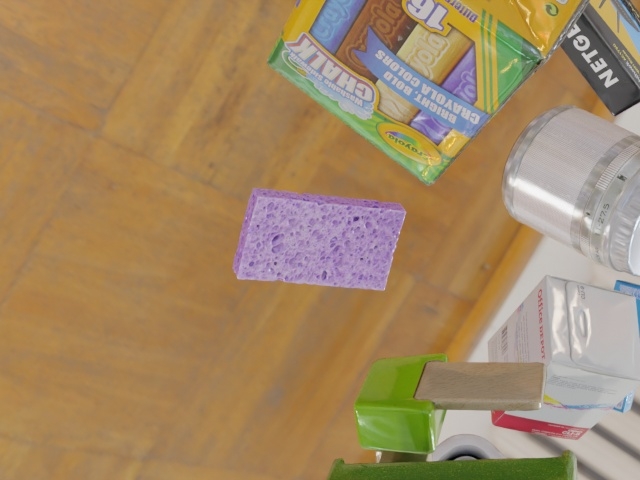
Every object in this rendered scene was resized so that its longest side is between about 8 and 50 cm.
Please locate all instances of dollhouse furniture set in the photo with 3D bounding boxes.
[{"bbox_3d":[0.110,0.250,0.882,0.197,0.151,0.301,-57,142,-66],"label":"dollhouse furniture set"}]

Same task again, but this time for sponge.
[{"bbox_3d":[0.000,0.000,1.627,0.210,0.031,0.117,5,115,-24],"label":"sponge"}]

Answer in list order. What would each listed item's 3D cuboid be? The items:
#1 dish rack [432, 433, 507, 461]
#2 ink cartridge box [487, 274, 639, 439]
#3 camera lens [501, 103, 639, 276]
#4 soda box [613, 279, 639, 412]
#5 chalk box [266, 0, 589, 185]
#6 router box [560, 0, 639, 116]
[{"bbox_3d":[0.207,0.452,1.720,0.285,0.333,0.072,-35,149,-19],"label":"dish rack"},{"bbox_3d":[0.303,0.149,1.603,0.127,0.128,0.176,12,145,-13],"label":"ink cartridge box"},{"bbox_3d":[0.458,-0.087,2.138,0.219,0.274,0.219,-30,136,-34],"label":"camera lens"},{"bbox_3d":[0.502,0.174,2.127,0.071,0.067,0.210,8,97,-66],"label":"soda box"},{"bbox_3d":[0.088,-0.185,1.042,0.180,0.179,0.289,-54,-178,-28],"label":"chalk box"},{"bbox_3d":[0.282,-0.231,1.332,0.046,0.179,0.133,-32,-167,36],"label":"router box"}]
